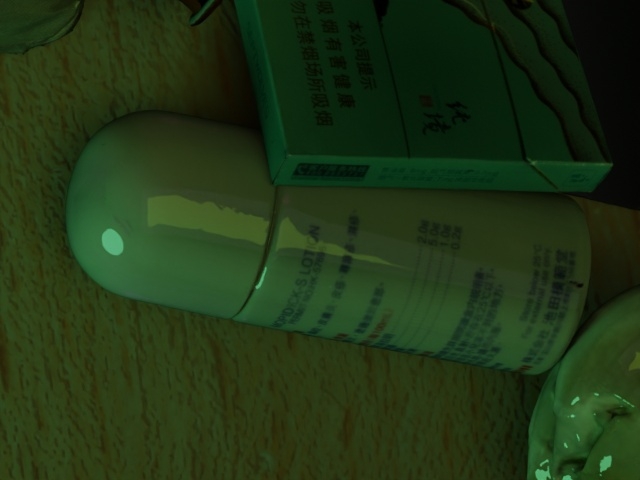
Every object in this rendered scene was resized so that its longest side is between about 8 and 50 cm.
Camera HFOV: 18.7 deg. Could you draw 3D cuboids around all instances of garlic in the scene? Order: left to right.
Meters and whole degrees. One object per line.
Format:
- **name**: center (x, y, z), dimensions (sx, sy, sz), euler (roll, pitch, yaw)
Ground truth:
- **garlic**: center (0.239, 0.155, 1.359), dimensions (0.203, 0.185, 0.281), euler (-26, 125, -10)

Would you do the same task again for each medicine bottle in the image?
- **medicine bottle**: center (0.000, 0.000, 1.286), dimensions (0.341, 0.130, 0.130), euler (10, 94, -17)

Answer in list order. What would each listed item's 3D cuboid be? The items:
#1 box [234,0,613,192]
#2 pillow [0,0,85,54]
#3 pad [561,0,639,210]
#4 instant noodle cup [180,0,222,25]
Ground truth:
- **box**: center (0.066, -0.109, 1.276), dimensions (0.229, 0.041, 0.162), euler (1, 58, -21)
- **pillow**: center (-0.264, -0.160, 1.236), dimensions (0.233, 0.038, 0.130), euler (-20, 105, -15)
- **pad**: center (0.180, -0.133, 1.386), dimensions (0.300, 0.005, 0.202), euler (11, 94, -17)
- **instant noodle cup**: center (-0.082, -0.285, 1.177), dimensions (0.192, 0.250, 0.250), euler (35, 87, -9)
